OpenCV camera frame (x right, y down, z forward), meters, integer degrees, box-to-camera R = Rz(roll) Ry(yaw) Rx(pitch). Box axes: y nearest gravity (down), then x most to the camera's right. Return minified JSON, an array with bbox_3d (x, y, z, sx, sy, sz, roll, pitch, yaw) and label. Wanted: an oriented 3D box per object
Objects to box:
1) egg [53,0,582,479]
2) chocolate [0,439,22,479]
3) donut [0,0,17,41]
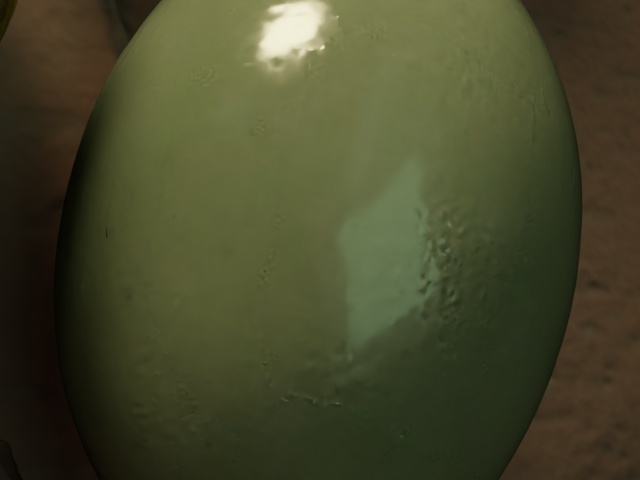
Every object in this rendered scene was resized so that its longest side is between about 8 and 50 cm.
[{"bbox_3d":[0.000,0.000,0.541,0.203,0.203,0.282,18,69,-30],"label":"egg"},{"bbox_3d":[-0.239,0.162,0.412,0.321,0.112,0.112,-21,95,-36],"label":"chocolate"},{"bbox_3d":[-0.249,-0.117,0.424,0.360,0.170,0.360,2,85,-31],"label":"donut"}]
